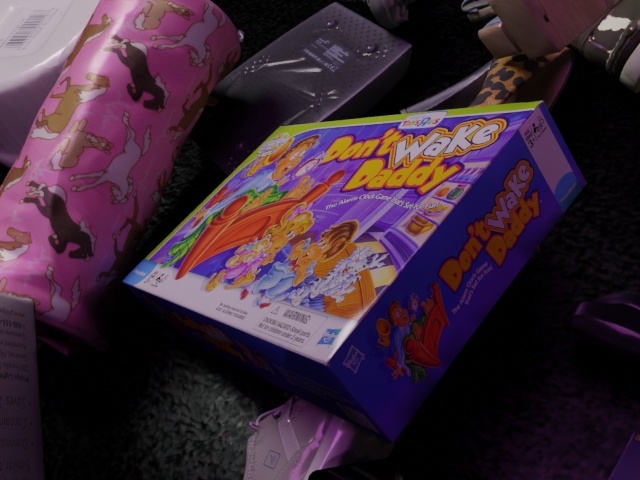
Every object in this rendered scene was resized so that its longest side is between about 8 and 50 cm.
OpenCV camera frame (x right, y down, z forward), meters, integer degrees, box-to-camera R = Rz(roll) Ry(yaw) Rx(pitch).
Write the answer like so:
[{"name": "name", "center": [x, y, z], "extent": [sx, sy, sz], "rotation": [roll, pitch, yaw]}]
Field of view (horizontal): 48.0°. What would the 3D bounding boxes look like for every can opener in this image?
[{"name": "can opener", "center": [0.274, 0.092, 0.522], "extent": [0.186, 0.059, 0.073], "rotation": [25, 39, 24]}]

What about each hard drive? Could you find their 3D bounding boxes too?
[{"name": "hard drive", "center": [-0.030, -0.170, 0.847], "extent": [0.254, 0.054, 0.172], "rotation": [-39, 49, -9]}]

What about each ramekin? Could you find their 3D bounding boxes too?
[{"name": "ramekin", "center": [-0.369, -0.240, 0.986], "extent": [0.277, 0.135, 0.277], "rotation": [-11, 51, 14]}]

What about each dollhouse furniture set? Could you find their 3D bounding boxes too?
[{"name": "dollhouse furniture set", "center": [0.201, -0.334, 0.726], "extent": [0.286, 0.198, 0.303], "rotation": [-40, 16, -9]}]

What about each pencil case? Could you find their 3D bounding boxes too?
[{"name": "pencil case", "center": [-0.217, -0.081, 0.736], "extent": [0.160, 0.167, 0.386], "rotation": [-3, 61, 54]}]

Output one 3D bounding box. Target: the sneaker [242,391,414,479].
[{"name": "sneaker", "center": [-0.004, 0.139, 0.560], "extent": [0.115, 0.105, 0.281], "rotation": [9, 56, 32]}]

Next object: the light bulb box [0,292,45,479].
[{"name": "light bulb box", "center": [-0.356, 0.202, 0.418], "extent": [0.225, 0.358, 0.361], "rotation": [-14, 73, 12]}]

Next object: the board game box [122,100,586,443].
[{"name": "board game box", "center": [0.000, 0.000, 0.592], "extent": [0.233, 0.078, 0.347], "rotation": [-48, 28, -21]}]

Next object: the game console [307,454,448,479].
[{"name": "game console", "center": [0.132, 0.261, 0.360], "extent": [0.361, 0.213, 0.044], "rotation": [27, 37, 22]}]

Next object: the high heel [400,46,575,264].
[{"name": "high heel", "center": [0.197, -0.096, 0.671], "extent": [0.186, 0.093, 0.261], "rotation": [-26, 42, 5]}]

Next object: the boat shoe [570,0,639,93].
[{"name": "boat shoe", "center": [0.375, -0.281, 0.728], "extent": [0.091, 0.109, 0.305], "rotation": [39, 77, 23]}]

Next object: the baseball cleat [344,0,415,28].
[{"name": "baseball cleat", "center": [0.061, -0.298, 0.867], "extent": [0.109, 0.072, 0.206], "rotation": [3, 23, 15]}]

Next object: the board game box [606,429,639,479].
[{"name": "board game box", "center": [0.224, 0.190, 0.406], "extent": [0.141, 0.048, 0.170], "rotation": [19, 26, 31]}]
